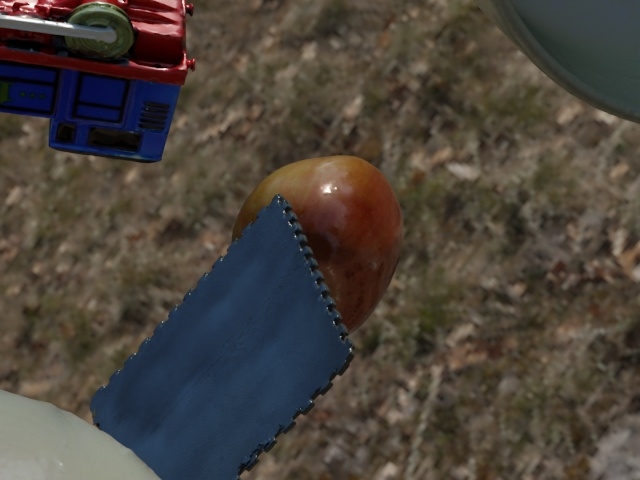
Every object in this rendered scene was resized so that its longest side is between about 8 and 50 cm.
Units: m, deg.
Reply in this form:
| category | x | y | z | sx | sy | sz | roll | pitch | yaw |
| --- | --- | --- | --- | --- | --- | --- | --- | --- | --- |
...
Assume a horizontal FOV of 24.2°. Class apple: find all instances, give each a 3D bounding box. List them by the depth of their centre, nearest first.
| category | x | y | z | sx | sy | sz | roll | pitch | yaw |
| --- | --- | --- | --- | --- | --- | --- | --- | --- | --- |
| apple | 0.000 | 0.000 | 1.501 | 0.199 | 0.199 | 0.199 | -47 | 19 | 21 |

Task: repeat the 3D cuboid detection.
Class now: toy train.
| category | x | y | z | sx | sy | sz | roll | pitch | yaw |
| --- | --- | --- | --- | --- | --- | --- | --- | --- | --- |
| toy train | -0.189 | -0.128 | 0.989 | 0.131 | 0.204 | 0.082 | 112 | 160 | -46 |

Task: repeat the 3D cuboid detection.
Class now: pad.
| category | x | y | z | sx | sy | sz | roll | pitch | yaw |
| --- | --- | --- | --- | --- | --- | --- | --- | --- | --- |
| pad | -0.090 | 0.113 | 1.205 | 0.269 | 0.012 | 0.269 | -46 | 29 | 14 |

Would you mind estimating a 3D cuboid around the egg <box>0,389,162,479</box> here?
| category | x | y | z | sx | sy | sz | roll | pitch | yaw |
| --- | --- | --- | --- | --- | --- | --- | --- | --- | --- |
| egg | -0.246 | 0.303 | 0.844 | 0.354 | 0.354 | 0.340 | -45 | 8 | 28 |

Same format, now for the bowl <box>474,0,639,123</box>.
| category | x | y | z | sx | sy | sz | roll | pitch | yaw |
| --- | --- | --- | --- | --- | --- | --- | --- | --- | --- |
| bowl | 0.157 | -0.204 | 0.709 | 0.277 | 0.277 | 0.145 | -53 | 33 | 4 |
